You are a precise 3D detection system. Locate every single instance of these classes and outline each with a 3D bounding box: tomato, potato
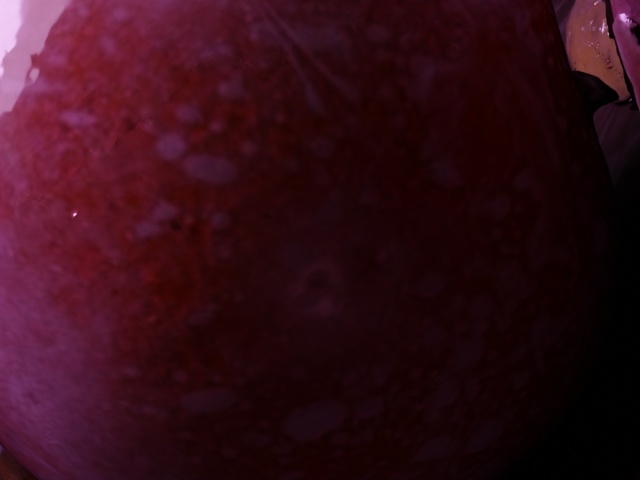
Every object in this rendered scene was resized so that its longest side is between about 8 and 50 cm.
[{"bbox_3d":[-0.033,-0.021,0.581,0.227,0.270,0.270,-22,-5,-18],"label":"tomato"},{"bbox_3d":[0.121,-0.084,0.741,0.037,0.036,0.093,-56,9,9],"label":"potato"}]

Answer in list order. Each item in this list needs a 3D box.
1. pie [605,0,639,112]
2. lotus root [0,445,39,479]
[{"bbox_3d":[0.103,-0.109,0.523,0.054,0.204,0.218,-13,10,12],"label":"pie"},{"bbox_3d":[-0.280,0.301,1.406,0.272,0.192,0.272,-56,-4,-7],"label":"lotus root"}]
